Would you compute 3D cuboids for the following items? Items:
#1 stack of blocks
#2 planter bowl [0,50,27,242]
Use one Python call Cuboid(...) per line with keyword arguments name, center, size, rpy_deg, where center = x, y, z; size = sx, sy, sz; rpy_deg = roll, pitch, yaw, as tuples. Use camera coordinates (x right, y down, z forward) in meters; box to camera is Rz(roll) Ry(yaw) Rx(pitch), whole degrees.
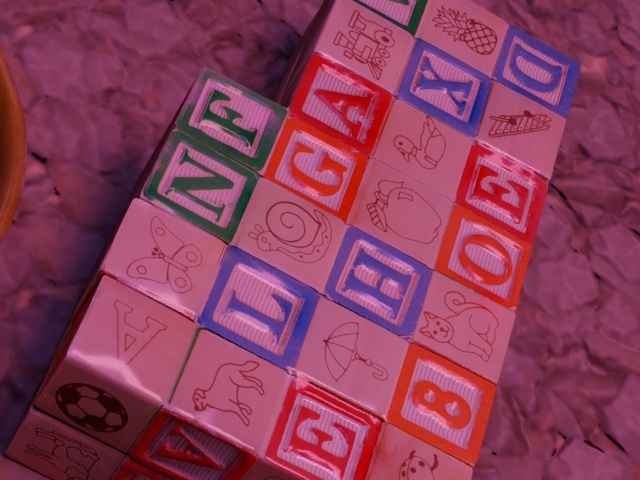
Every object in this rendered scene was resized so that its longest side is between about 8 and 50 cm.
Cuboid(name="stack of blocks", center=(0.000, 0.000, 0.778), size=(0.171, 0.087, 0.297), rpy_deg=(28, 49, -8))
Cuboid(name="planter bowl", center=(-0.232, -0.030, 0.670), size=(0.217, 0.090, 0.217), rpy_deg=(14, 53, -19))
